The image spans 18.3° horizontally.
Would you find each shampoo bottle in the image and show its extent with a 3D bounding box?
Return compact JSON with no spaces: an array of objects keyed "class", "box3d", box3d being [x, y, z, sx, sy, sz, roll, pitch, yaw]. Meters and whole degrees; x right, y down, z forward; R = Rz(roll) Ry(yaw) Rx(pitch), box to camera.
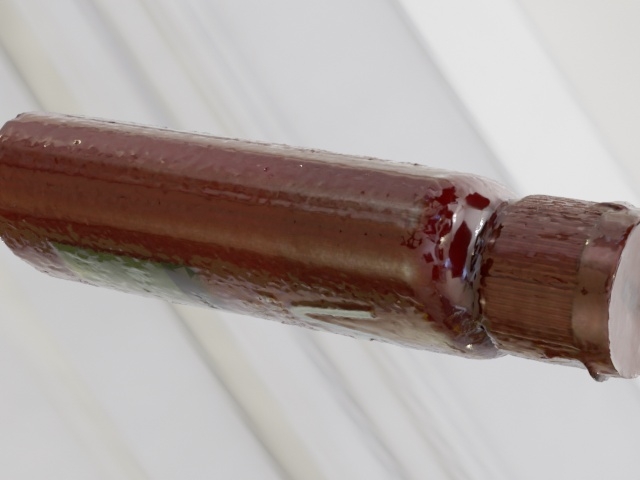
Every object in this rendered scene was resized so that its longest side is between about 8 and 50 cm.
[{"class":"shampoo bottle","box3d":[-0.001,0.001,0.872,0.314,0.076,0.118,10,-19,32]}]
